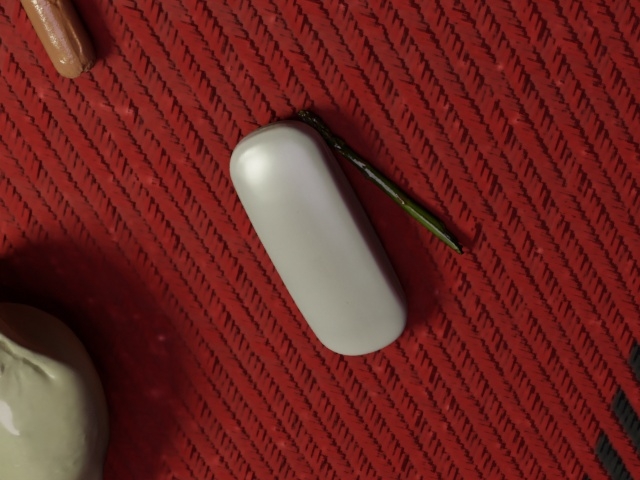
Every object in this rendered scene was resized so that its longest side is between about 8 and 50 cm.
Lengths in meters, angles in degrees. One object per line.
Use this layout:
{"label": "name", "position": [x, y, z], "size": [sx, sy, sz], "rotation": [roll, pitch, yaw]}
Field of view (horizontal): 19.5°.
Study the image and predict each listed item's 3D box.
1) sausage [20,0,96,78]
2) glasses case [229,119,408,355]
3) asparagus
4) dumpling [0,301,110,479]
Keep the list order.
{"label": "sausage", "position": [-0.190, -0.157, 1.349], "size": [0.034, 0.034, 0.083], "rotation": [-21, 112, 14]}
{"label": "glasses case", "position": [0.000, 0.000, 1.393], "size": [0.076, 0.049, 0.197], "rotation": [-22, 112, 18]}
{"label": "asparagus", "position": [0.046, -0.043, 1.390], "size": [0.166, 0.013, 0.016], "rotation": [40, 153, -11]}
{"label": "dumpling", "position": [-0.237, 0.127, 1.432], "size": [0.132, 0.162, 0.250], "rotation": [-26, 127, -22]}
